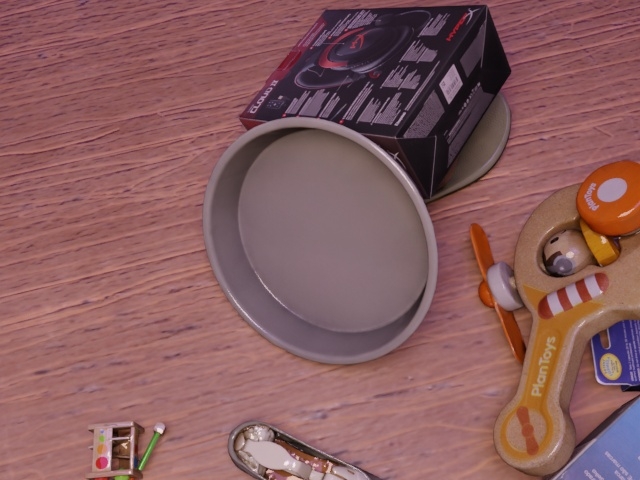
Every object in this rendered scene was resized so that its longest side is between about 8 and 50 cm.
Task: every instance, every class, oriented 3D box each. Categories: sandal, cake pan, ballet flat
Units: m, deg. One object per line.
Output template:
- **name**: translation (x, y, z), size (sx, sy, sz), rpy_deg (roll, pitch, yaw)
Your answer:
- **sandal**: translation (0.135, -0.109, 0.950), size (0.303, 0.086, 0.120), rpy_deg (-35, 70, -14)
- **cake pan**: translation (0.000, 0.000, 0.825), size (0.293, 0.293, 0.054), rpy_deg (31, 31, 14)
- **ballet flat**: translation (-0.009, 0.263, 0.794), size (0.213, 0.068, 0.072), rpy_deg (23, 68, 11)

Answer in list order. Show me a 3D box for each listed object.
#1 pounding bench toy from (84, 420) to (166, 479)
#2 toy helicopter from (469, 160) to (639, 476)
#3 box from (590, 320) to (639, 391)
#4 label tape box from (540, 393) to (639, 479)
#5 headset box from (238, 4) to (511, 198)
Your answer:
- **pounding bench toy**: translation (-0.216, 0.241, 0.816), size (0.083, 0.052, 0.065), rpy_deg (-5, 66, -1)
- **toy helicopter**: translation (0.258, 0.085, 0.818), size (0.235, 0.140, 0.355), rpy_deg (-2, 57, 46)
- **box**: translation (0.434, 0.113, 0.872), size (0.225, 0.036, 0.136), rpy_deg (1, 65, 2)
- **label tape box**: translation (0.296, 0.352, 0.728), size (0.334, 0.106, 0.240), rpy_deg (-37, 71, -14)
- **headset box**: translation (0.054, -0.187, 0.922), size (0.293, 0.110, 0.218), rpy_deg (14, 62, 42)
